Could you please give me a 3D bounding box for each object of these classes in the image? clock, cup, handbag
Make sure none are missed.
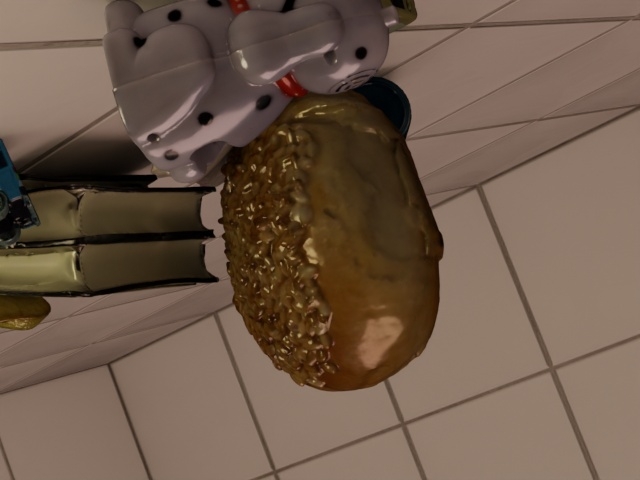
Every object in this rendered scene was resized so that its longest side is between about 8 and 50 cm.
[{"bbox_3d":[-0.052,-0.179,1.384,0.254,0.189,0.189,-22,173,18],"label":"clock"},{"bbox_3d":[0.055,-0.159,2.145,0.150,0.113,0.138,-22,172,-6],"label":"cup"},{"bbox_3d":[-0.313,-0.008,1.973,0.236,0.160,0.358,-5,179,24],"label":"handbag"}]

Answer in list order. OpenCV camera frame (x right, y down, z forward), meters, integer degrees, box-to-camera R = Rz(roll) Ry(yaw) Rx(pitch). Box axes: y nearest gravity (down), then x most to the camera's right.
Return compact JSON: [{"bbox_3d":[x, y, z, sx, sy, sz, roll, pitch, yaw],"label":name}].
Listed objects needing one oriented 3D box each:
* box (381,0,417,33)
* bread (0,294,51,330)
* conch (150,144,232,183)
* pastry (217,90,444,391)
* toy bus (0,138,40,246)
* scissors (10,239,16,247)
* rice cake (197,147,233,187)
[{"bbox_3d":[-0.027,-0.228,1.626,0.211,0.045,0.270,-24,173,24],"label":"box"},{"bbox_3d":[-0.429,0.077,1.977,0.149,0.065,0.188,18,-168,-11],"label":"bread"},{"bbox_3d":[-0.134,-0.136,1.839,0.176,0.094,0.104,-25,134,-1],"label":"conch"},{"bbox_3d":[0.000,0.000,1.938,0.245,0.410,0.409,-10,171,-14],"label":"pastry"},{"bbox_3d":[-0.421,-0.032,1.693,0.184,0.106,0.090,-23,160,-9],"label":"toy bus"},{"bbox_3d":[-0.378,-0.040,1.757,0.058,0.119,0.014,-19,150,-22],"label":"scissors"},{"bbox_3d":[-0.151,-0.121,2.070,0.106,0.050,0.298,-21,173,4],"label":"rice cake"}]
